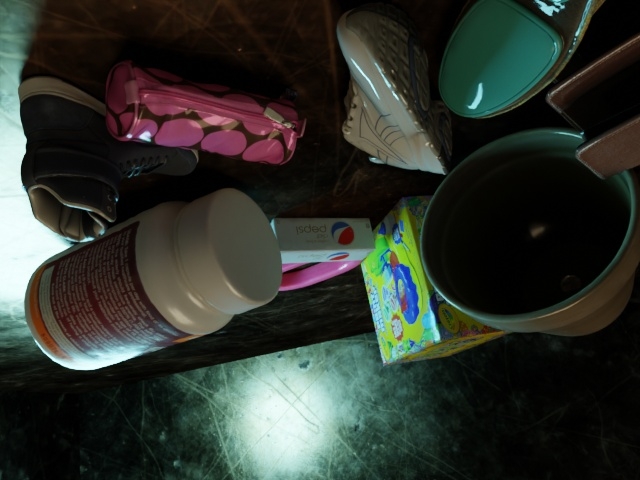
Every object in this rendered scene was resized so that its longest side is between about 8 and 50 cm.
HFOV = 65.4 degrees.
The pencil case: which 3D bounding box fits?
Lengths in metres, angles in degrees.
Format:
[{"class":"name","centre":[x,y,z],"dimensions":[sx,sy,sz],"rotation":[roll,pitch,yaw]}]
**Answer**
[{"class":"pencil case","centre":[-0.124,-0.140,0.558],"dimensions":[0.209,0.095,0.098],"rotation":[1,-168,-35]}]

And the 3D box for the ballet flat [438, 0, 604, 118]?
[{"class":"ballet flat","centre":[0.217,-0.240,0.460],"dimensions":[0.123,0.123,0.348],"rotation":[-8,162,-8]}]

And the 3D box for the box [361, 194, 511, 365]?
[{"class":"box","centre":[0.232,0.093,1.073],"dimensions":[0.177,0.290,0.279],"rotation":[-4,158,-18]}]

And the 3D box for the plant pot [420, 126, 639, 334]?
[{"class":"plant pot","centre":[0.375,0.026,0.822],"dimensions":[0.323,0.323,0.280],"rotation":[-25,138,33]}]

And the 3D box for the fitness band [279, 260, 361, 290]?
[{"class":"fitness band","centre":[-0.039,0.062,1.194],"dimensions":[0.291,0.054,0.209],"rotation":[-22,157,30]}]

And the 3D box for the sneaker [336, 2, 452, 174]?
[{"class":"sneaker","centre":[0.075,-0.156,0.602],"dimensions":[0.129,0.111,0.297],"rotation":[-1,159,24]}]

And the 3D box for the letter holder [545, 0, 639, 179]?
[{"class":"letter holder","centre":[0.399,-0.220,0.533],"dimensions":[0.214,0.152,0.302],"rotation":[13,149,-44]}]

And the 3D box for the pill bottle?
[{"class":"pill bottle","centre":[-0.275,0.068,0.836],"dimensions":[0.392,0.224,0.224],"rotation":[-20,158,24]}]

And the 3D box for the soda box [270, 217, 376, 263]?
[{"class":"soda box","centre":[0.000,0.000,1.016],"dimensions":[0.216,0.074,0.069],"rotation":[-1,158,-24]}]

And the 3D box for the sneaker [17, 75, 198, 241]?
[{"class":"sneaker","centre":[-0.233,-0.071,0.583],"dimensions":[0.086,0.163,0.226],"rotation":[-26,157,31]}]
